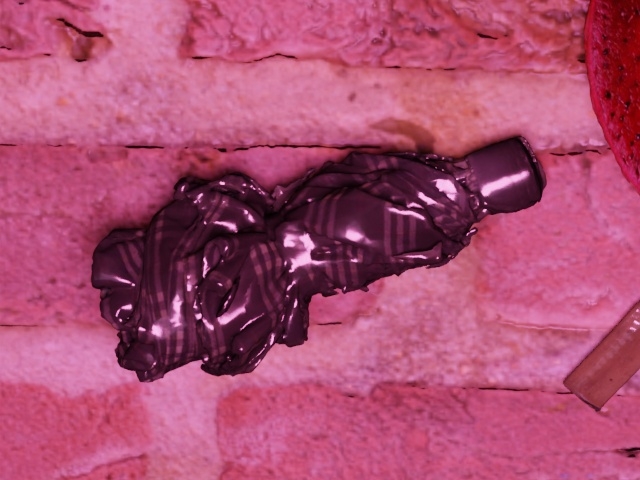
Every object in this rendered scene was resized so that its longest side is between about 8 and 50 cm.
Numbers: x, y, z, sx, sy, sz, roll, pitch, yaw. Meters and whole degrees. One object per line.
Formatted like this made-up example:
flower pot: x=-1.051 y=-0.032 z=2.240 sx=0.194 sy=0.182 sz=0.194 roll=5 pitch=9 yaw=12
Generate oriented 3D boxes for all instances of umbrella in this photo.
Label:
umbrella: x=0.000 y=0.010 z=1.346 sx=0.336 sy=0.154 sz=0.128 roll=-10 pitch=150 yaw=9

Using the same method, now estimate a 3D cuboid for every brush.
brush: x=0.275 y=0.035 z=1.394 sx=0.043 sy=0.036 sz=0.248 roll=39 pitch=109 yaw=-6

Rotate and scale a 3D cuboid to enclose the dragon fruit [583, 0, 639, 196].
dragon fruit: x=0.273 y=-0.145 z=1.273 sx=0.189 sy=0.163 sz=0.261 roll=11 pitch=111 yaw=31
